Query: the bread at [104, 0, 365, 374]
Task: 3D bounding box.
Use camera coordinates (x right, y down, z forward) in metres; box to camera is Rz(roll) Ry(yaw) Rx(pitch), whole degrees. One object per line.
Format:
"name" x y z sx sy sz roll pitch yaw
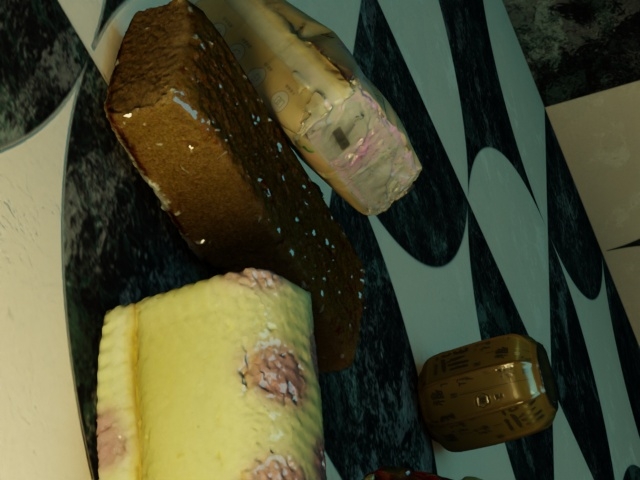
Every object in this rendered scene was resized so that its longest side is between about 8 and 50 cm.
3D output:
"bread" -0.082 -0.043 1.572 0.165 0.113 0.416 -85 152 -47

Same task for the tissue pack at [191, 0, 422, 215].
"tissue pack" -0.014 -0.171 1.716 0.256 0.123 0.215 51 1 37

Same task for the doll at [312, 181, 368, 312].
"doll" 0.000 0.000 1.866 0.139 0.057 0.165 47 28 -49

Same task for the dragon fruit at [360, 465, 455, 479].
"dragon fruit" 0.112 0.372 1.694 0.193 0.192 0.274 -32 108 -32

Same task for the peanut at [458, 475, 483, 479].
"peanut" 0.200 0.399 2.064 0.229 0.098 0.103 -39 139 -73

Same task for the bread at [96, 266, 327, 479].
"bread" -0.086 0.201 1.263 0.155 0.187 0.338 40 37 -54

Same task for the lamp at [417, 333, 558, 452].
"lamp" 0.241 0.220 2.179 0.161 0.185 0.161 -15 90 -74
